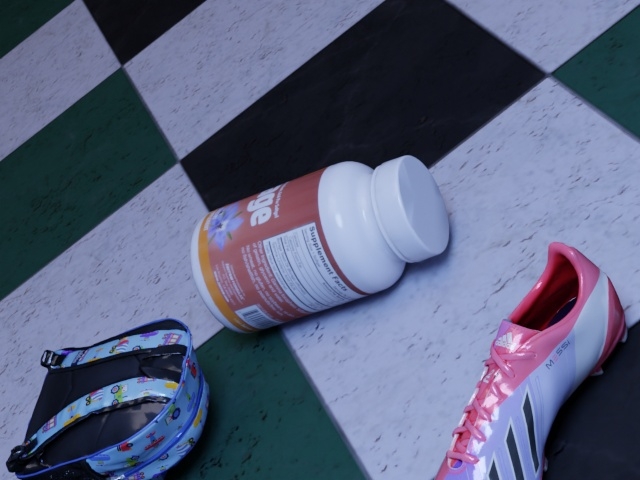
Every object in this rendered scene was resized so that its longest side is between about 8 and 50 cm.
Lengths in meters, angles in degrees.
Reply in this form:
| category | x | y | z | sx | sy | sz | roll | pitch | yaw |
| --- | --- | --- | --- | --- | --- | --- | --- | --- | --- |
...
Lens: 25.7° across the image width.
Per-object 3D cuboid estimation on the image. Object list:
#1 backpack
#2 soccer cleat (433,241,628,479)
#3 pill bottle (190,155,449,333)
| category | x | y | z | sx | sy | sz | roll | pitch | yaw |
| --- | --- | --- | --- | --- | --- | --- | --- | --- | --- |
| backpack | -0.168 | 0.154 | 1.240 | 0.173 | 0.117 | 0.158 | -23 | 35 | 24 |
| soccer cleat | 0.136 | 0.114 | 1.006 | 0.083 | 0.095 | 0.248 | 9 | 55 | 50 |
| pill bottle | 0.000 | 0.000 | 1.263 | 0.216 | 0.121 | 0.121 | -20 | 37 | 27 |
